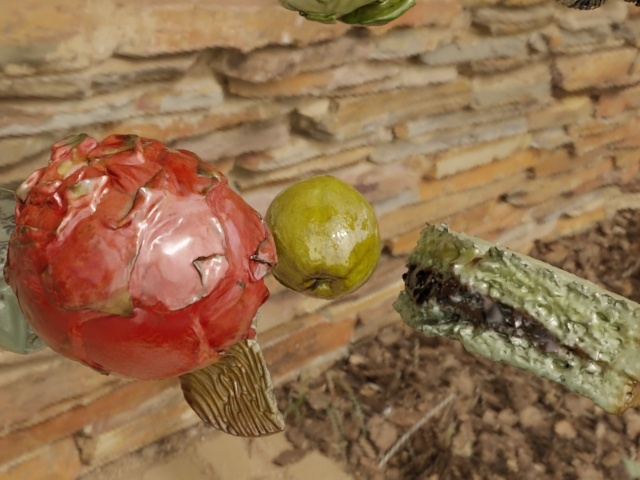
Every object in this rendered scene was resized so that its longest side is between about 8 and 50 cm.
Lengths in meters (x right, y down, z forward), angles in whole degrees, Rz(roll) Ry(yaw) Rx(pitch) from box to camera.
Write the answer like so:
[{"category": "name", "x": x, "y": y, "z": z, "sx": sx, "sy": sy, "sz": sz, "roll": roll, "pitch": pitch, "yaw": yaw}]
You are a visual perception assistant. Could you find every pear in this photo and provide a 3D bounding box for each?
[{"category": "pear", "x": 0.000, "y": 0.000, "z": 1.231, "sx": 0.149, "sy": 0.148, "sz": 0.162, "roll": 12, "pitch": 36, "yaw": -12}]

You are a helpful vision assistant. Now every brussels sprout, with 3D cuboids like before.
[{"category": "brussels sprout", "x": 0.033, "y": -0.289, "z": 1.084, "sx": 0.181, "sy": 0.100, "sz": 0.139, "roll": -19, "pitch": 52, "yaw": 4}]

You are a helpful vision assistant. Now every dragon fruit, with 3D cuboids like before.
[{"category": "dragon fruit", "x": -0.170, "y": 0.016, "z": 0.942, "sx": 0.241, "sy": 0.241, "sz": 0.252, "roll": 39, "pitch": 0, "yaw": 29}]

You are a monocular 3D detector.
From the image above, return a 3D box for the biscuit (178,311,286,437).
[{"category": "biscuit", "x": -0.126, "y": 0.189, "z": 1.481, "sx": 0.229, "sy": 0.176, "sz": 0.031, "roll": 33, "pitch": 0, "yaw": 25}]

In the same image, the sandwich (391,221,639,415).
[{"category": "sandwich", "x": 0.245, "y": 0.086, "z": 1.189, "sx": 0.325, "sy": 0.131, "sz": 0.262, "roll": 24, "pitch": 6, "yaw": 22}]

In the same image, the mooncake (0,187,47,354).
[{"category": "mooncake", "x": -0.416, "y": 0.026, "z": 1.281, "sx": 0.255, "sy": 0.136, "sz": 0.250, "roll": 9, "pitch": 23, "yaw": 6}]

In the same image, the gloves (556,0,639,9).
[{"category": "gloves", "x": 0.373, "y": -0.326, "z": 1.091, "sx": 0.210, "sy": 0.135, "sz": 0.312, "roll": -20, "pitch": 16, "yaw": -22}]
